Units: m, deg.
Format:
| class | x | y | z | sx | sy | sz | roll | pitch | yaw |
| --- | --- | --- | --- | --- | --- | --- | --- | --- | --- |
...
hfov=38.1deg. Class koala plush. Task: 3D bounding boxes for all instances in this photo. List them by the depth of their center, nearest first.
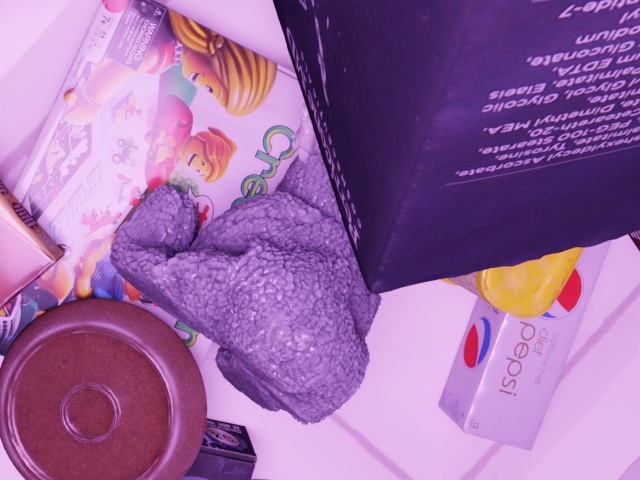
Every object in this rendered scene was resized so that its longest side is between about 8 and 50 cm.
| class | x | y | z | sx | sy | sz | roll | pitch | yaw |
| --- | --- | --- | --- | --- | --- | --- | --- | --- | --- |
| koala plush | 0.000 | 0.000 | 0.678 | 0.221 | 0.203 | 0.196 | -48 | 113 | -17 |

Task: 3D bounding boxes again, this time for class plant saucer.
| class | x | y | z | sx | sy | sz | roll | pitch | yaw |
| --- | --- | --- | --- | --- | --- | --- | --- | --- | --- |
| plant saucer | -0.171 | 0.128 | 0.701 | 0.168 | 0.029 | 0.168 | 0 | 94 | 5 |

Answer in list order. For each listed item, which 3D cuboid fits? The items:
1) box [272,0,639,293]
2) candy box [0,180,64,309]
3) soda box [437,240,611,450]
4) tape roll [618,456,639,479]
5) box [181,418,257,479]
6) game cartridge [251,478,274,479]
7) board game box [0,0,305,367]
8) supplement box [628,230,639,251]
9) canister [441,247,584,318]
| class | x | y | z | sx | sy | sz | roll | pitch | yaw |
| --- | --- | --- | --- | --- | --- | --- | --- | --- | --- |
| box | 0.113 | -0.290 | 0.461 | 0.297 | 0.472 | 0.480 | -14 | 71 | -8 |
| candy box | -0.290 | -0.024 | 0.672 | 0.109 | 0.053 | 0.186 | -40 | 100 | -2 |
| soda box | 0.182 | 0.070 | 0.828 | 0.074 | 0.069 | 0.216 | 18 | 96 | -15 |
| tape roll | 0.404 | 0.317 | 0.865 | 0.246 | 0.169 | 0.246 | -2 | 100 | -12 |
| box | -0.150 | 0.238 | 0.780 | 0.147 | 0.077 | 0.180 | 15 | 95 | -15 |
| game cartridge | -0.043 | 0.245 | 0.836 | 0.083 | 0.017 | 0.056 | 16 | 99 | -14 |
| board game box | -0.143 | -0.027 | 0.750 | 0.193 | 0.053 | 0.305 | 24 | 93 | -16 |
| supplement box | 0.377 | -0.048 | 0.819 | 0.191 | 0.129 | 0.194 | -39 | 104 | -4 |
| canister | 0.145 | -0.012 | 0.754 | 0.073 | 0.170 | 0.126 | 27 | 93 | -15 |
